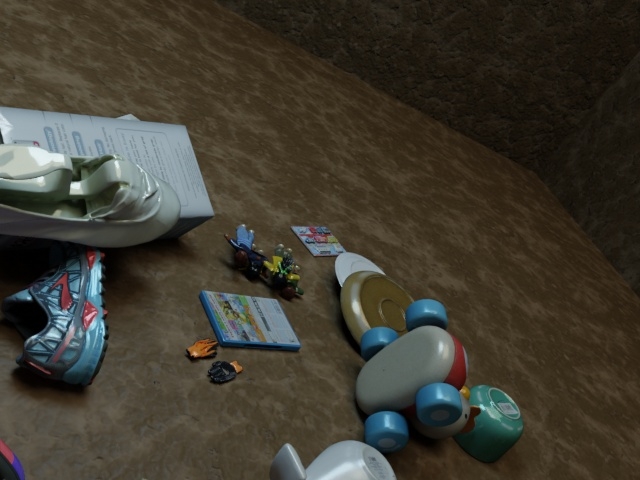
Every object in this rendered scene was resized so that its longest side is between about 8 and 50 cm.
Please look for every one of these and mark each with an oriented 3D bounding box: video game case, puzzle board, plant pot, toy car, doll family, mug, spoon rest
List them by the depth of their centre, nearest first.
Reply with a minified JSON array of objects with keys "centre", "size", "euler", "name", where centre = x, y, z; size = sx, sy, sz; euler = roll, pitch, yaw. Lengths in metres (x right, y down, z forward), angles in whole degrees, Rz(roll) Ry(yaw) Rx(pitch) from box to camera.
[{"centre":[0.021,0.344,1.023],"size":[0.276,0.084,0.137],"euler":[27,25,-49],"name":"spoon rest"},{"centre":[0.205,0.268,1.240],"size":[0.238,0.210,0.219],"euler":[36,33,-29],"name":"toy car"},{"centre":[-0.122,0.141,1.246],"size":[0.166,0.015,0.119],"euler":[12,35,-41],"name":"video game case"},{"centre":[0.322,0.334,1.361],"size":[0.130,0.097,0.157],"euler":[34,26,-3],"name":"mug"},{"centre":[-0.107,0.044,1.373],"size":[0.193,0.076,0.111],"euler":[24,32,-12],"name":"doll family"},{"centre":[0.140,0.157,1.447],"size":[0.236,0.032,0.236],"euler":[29,40,-28],"name":"plant pot"},{"centre":[0.000,0.000,1.643],"size":[0.128,0.011,0.096],"euler":[-1,43,-51],"name":"puzzle board"}]

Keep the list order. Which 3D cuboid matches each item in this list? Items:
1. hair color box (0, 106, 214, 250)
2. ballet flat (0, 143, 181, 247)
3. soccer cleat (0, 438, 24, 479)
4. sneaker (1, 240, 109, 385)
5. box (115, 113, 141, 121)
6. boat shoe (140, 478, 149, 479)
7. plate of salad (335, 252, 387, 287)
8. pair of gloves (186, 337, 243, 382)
[{"centre":[-0.365,-0.097,1.171],"size":[0.375,0.114,0.185],"euler":[-5,73,-55],"name":"hair color box"},{"centre":[-0.337,-0.068,0.964],"size":[0.400,0.139,0.139],"euler":[1,42,-45],"name":"ballet flat"},{"centre":[-0.423,0.160,0.749],"size":[0.318,0.108,0.116],"euler":[35,21,4],"name":"soccer cleat"},{"centre":[-0.363,0.074,0.966],"size":[0.125,0.104,0.261],"euler":[15,32,-33],"name":"sneaker"},{"centre":[-0.434,-0.175,1.348],"size":[0.063,0.067,0.324],"euler":[37,26,3],"name":"box"},{"centre":[-0.194,0.308,0.776],"size":[0.258,0.095,0.095],"euler":[5,39,-47],"name":"boat shoe"},{"centre":[0.102,0.110,1.535],"size":[0.200,0.048,0.199],"euler":[33,31,-23],"name":"plate of salad"},{"centre":[-0.167,0.188,1.116],"size":[0.083,0.010,0.074],"euler":[45,26,14],"name":"pair of gloves"}]
